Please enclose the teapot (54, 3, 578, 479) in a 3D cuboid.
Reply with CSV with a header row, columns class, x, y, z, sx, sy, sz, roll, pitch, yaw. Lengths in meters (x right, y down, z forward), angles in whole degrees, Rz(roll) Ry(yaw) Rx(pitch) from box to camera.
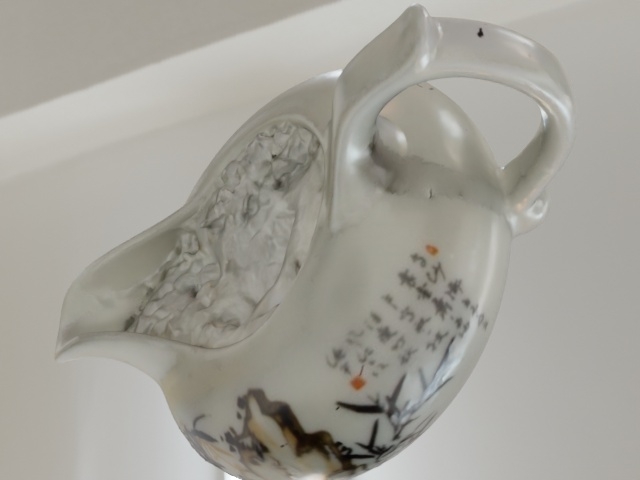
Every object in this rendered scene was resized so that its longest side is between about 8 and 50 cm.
class,x,y,z,sx,sy,sz,roll,pitch,yaw
teapot,0.000,0.000,0.477,0.300,0.165,0.208,-46,-156,42
